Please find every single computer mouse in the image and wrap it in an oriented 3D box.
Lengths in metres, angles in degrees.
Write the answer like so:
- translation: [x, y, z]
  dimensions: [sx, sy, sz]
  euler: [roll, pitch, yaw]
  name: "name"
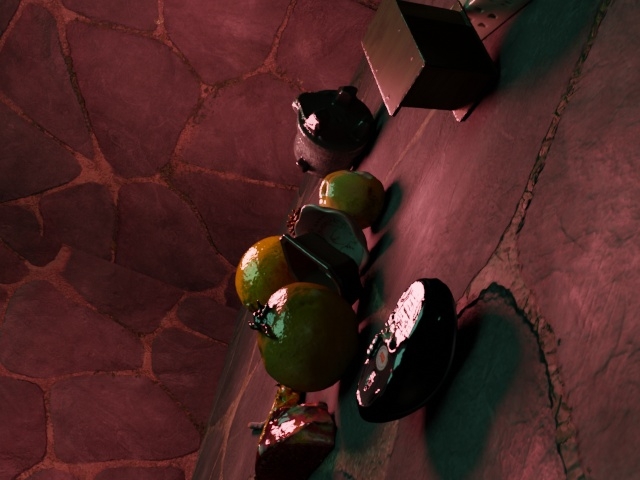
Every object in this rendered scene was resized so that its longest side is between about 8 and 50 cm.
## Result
- translation: [0.136, 0.168, 0.902]
  dimensions: [0.233, 0.096, 0.137]
  euler: [-61, 16, 14]
  name: "computer mouse"

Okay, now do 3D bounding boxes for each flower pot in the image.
- translation: [0.027, -0.390, 2.156]
  dimensions: [0.283, 0.299, 0.299]
  euler: [121, 168, -60]
  name: "flower pot"
- translation: [0.012, 0.071, 1.492]
  dimensions: [0.251, 0.084, 0.179]
  euler: [37, 151, 44]
  name: "flower pot"

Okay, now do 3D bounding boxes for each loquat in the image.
- translation: [-0.036, 0.204, 1.339]
  dimensions: [0.244, 0.244, 0.244]
  euler: [-157, 90, -80]
  name: "loquat"

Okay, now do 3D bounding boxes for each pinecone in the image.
- translation: [-0.037, -0.049, 2.141]
  dimensions: [0.173, 0.173, 0.173]
  euler: [-157, 90, -80]
  name: "pinecone"

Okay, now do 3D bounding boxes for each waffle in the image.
- translation: [-0.099, 0.422, 1.575]
  dimensions: [0.293, 0.069, 0.260]
  euler: [23, -93, -88]
  name: "waffle"

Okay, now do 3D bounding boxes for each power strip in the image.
- translation: [0.329, -0.477, 1.313]
  dimensions: [0.385, 0.091, 0.062]
  euler: [164, 126, -78]
  name: "power strip"

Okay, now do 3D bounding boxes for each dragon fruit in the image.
- translation: [-0.071, 0.428, 1.347]
  dimensions: [0.161, 0.126, 0.274]
  euler: [-80, 16, -49]
  name: "dragon fruit"

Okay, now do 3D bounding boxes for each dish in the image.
- translation: [0.045, -0.012, 1.561]
  dimensions: [0.081, 0.229, 0.229]
  euler: [-44, -6, -36]
  name: "dish"

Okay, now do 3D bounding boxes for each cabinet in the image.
- translation: [0.209, -0.362, 1.230]
  dimensions: [0.148, 0.175, 0.215]
  euler: [-56, 43, 50]
  name: "cabinet"

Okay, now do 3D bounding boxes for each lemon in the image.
- translation: [-0.130, 0.112, 1.872]
  dimensions: [0.267, 0.267, 0.267]
  euler: [-157, 90, -80]
  name: "lemon"

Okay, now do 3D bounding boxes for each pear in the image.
- translation: [0.081, -0.112, 1.626]
  dimensions: [0.178, 0.178, 0.178]
  euler: [-157, 90, -80]
  name: "pear"

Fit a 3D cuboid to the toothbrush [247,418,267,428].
- translation: [-0.188, 0.579, 1.939]
  dimensions: [0.375, 0.028, 0.037]
  euler: [136, 147, -66]
  name: "toothbrush"
